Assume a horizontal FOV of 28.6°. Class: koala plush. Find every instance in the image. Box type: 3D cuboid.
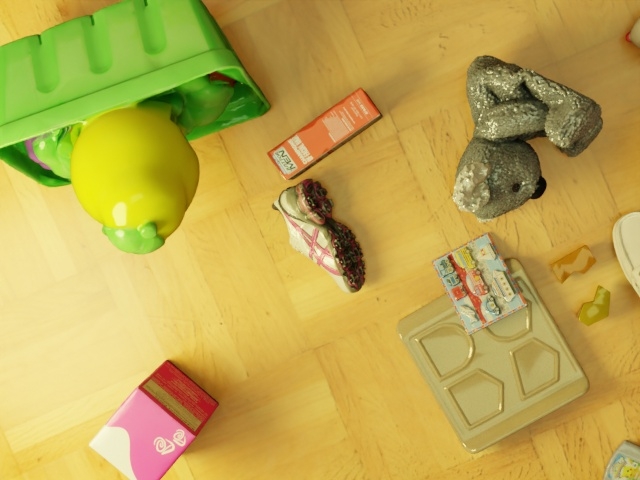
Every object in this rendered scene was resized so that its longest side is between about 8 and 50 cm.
[{"bbox_3d":[0.263,-0.128,1.781,0.203,0.196,0.221,28,97,14],"label":"koala plush"}]

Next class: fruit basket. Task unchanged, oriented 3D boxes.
[{"bbox_3d":[-0.257,-0.140,1.763,0.392,0.283,0.391,-2,80,9],"label":"fruit basket"}]

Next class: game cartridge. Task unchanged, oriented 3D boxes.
[{"bbox_3d":[0.455,0.343,1.876,0.056,0.017,0.083,24,96,6],"label":"game cartridge"}]

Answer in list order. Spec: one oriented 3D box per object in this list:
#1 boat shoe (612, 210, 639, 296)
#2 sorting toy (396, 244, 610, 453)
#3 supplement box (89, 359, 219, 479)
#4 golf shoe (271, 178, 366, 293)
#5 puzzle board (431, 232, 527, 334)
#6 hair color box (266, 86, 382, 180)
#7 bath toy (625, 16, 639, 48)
[{"bbox_3d":[0.496,0.063,1.766,0.098,0.096,0.277,-32,62,11],"label":"boat shoe"},{"bbox_3d":[0.297,0.147,1.867,0.307,0.041,0.229,-30,87,6],"label":"sorting toy"},{"bbox_3d":[-0.237,0.265,1.825,0.114,0.220,0.111,40,97,1],"label":"supplement box"},{"bbox_3d":[0.000,0.000,1.872,0.086,0.067,0.186,-26,97,38],"label":"golf shoe"},{"bbox_3d":[0.232,0.062,1.851,0.096,0.011,0.128,-28,69,7],"label":"puzzle board"},{"bbox_3d":[0.008,-0.155,1.838,0.167,0.093,0.053,-36,90,6],"label":"hair color box"},{"bbox_3d":[0.461,-0.421,1.766,0.151,0.129,0.348,-17,97,-26],"label":"bath toy"}]
